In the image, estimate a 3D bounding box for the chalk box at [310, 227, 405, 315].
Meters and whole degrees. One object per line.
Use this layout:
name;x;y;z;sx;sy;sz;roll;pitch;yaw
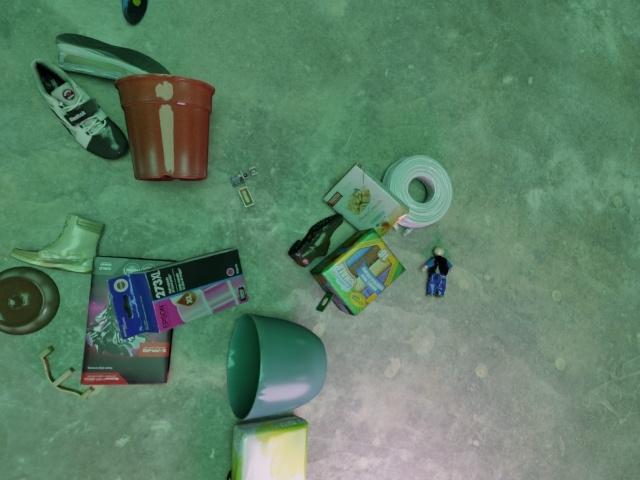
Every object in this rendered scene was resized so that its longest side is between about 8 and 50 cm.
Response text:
chalk box;0.091;0.119;1.330;0.289;0.180;0.179;-39;97;-14

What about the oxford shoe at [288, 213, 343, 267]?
oxford shoe;0.000;0.000;1.374;0.227;0.083;0.096;-43;114;-10

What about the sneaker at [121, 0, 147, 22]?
sneaker;-0.588;-0.779;1.265;0.082;0.069;0.209;11;94;19

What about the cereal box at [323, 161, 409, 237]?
cereal box;0.152;-0.124;1.373;0.240;0.047;0.173;39;123;-10

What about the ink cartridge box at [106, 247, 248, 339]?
ink cartridge box;-0.399;0.148;1.191;0.371;0.069;0.175;-16;99;-35

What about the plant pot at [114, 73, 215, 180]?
plant pot;-0.438;-0.308;1.188;0.273;0.272;0.265;-3;97;-14

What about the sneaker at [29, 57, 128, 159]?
sneaker;-0.702;-0.373;1.173;0.330;0.146;0.122;46;77;-10

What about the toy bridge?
toy bridge;-0.747;0.398;1.188;0.063;0.026;0.188;-41;98;-10

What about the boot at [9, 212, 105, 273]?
boot;-0.751;0.000;1.178;0.213;0.077;0.165;13;85;-18

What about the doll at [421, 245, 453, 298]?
doll;0.422;0.114;1.482;0.129;0.046;0.188;9;86;-15

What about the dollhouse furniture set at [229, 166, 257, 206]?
dollhouse furniture set;-0.228;-0.175;1.312;0.091;0.081;0.114;-24;94;-14

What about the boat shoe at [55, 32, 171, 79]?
boat shoe;-0.613;-0.516;1.227;0.321;0.103;0.118;13;40;-16

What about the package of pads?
package of pads;-0.161;0.709;1.260;0.229;0.101;0.296;4;86;-30

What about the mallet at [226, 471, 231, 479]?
mallet;-0.230;0.690;1.303;0.062;0.039;0.189;30;77;-12

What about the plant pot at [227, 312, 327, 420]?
plant pot;-0.122;0.371;1.222;0.235;0.293;0.292;8;86;-27

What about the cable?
cable;0.341;-0.175;1.451;0.257;0.089;0.257;-29;95;-13

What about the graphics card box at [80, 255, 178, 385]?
graphics card box;-0.554;0.234;1.208;0.233;0.094;0.370;6;85;-15

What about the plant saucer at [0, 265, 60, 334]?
plant saucer;-0.860;0.173;1.164;0.199;0.036;0.198;1;87;-13
